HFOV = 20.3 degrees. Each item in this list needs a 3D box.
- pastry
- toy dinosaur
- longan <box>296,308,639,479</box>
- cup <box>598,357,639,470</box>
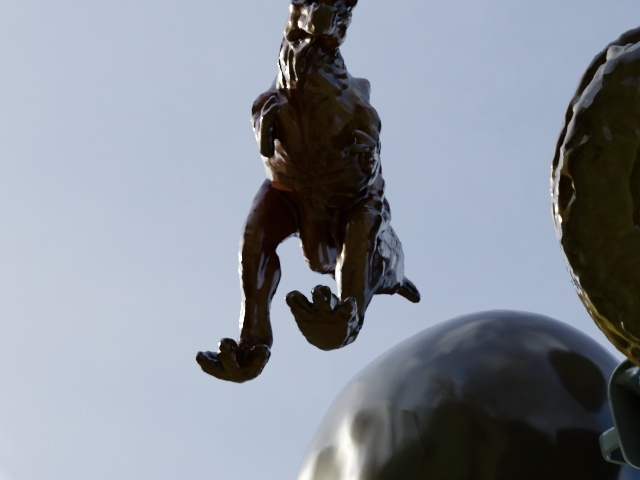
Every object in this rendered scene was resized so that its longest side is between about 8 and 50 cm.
[{"bbox_3d":[0.260,-0.028,1.124,0.235,0.132,0.240,-3,-84,9],"label":"pastry"},{"bbox_3d":[0.000,0.000,1.104,0.097,0.208,0.432,11,-31,11],"label":"toy dinosaur"},{"bbox_3d":[0.145,0.229,1.574,0.361,0.361,0.361,9,-49,11],"label":"longan"},{"bbox_3d":[0.284,0.142,1.371,0.129,0.095,0.128,22,-46,-36],"label":"cup"}]
